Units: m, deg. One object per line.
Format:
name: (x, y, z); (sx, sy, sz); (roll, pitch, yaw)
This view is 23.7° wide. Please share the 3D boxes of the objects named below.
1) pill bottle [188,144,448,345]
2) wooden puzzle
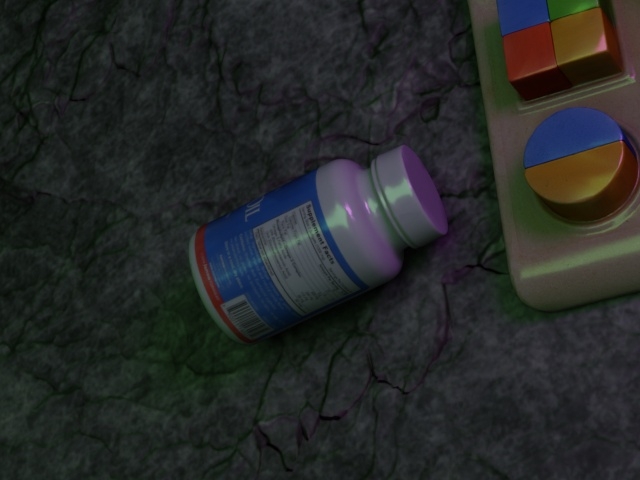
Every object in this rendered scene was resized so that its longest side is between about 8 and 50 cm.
pill bottle: (0.000, 0.000, 1.401); (0.221, 0.124, 0.124); (-26, 66, 16)
wooden puzzle: (0.290, -0.141, 1.324); (0.322, 0.080, 0.348); (-16, 69, 21)
